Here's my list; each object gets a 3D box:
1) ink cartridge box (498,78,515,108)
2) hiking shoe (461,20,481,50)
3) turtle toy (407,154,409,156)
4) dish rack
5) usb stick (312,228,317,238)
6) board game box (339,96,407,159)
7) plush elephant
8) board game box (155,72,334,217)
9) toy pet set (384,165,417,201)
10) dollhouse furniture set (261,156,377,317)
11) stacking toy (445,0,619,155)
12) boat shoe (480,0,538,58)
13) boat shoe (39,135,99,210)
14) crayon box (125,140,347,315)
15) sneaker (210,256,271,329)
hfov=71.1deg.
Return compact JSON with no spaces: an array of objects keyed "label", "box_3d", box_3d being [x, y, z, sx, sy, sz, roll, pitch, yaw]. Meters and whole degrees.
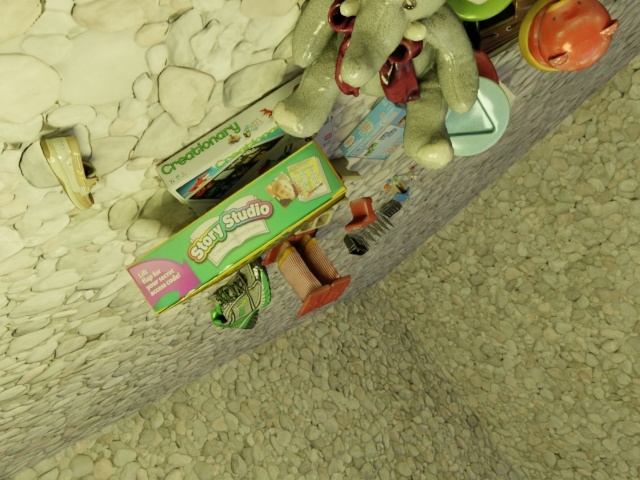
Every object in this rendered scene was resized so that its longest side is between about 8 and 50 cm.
[{"label":"ink cartridge box","box_3d":[0.464,-0.377,1.253,0.067,0.115,0.198,-37,166,4]},{"label":"hiking shoe","box_3d":[0.221,-0.355,0.797,0.086,0.114,0.227,-25,162,-31]},{"label":"turtle toy","box_3d":[0.308,-0.270,1.330,0.095,0.066,0.130,-44,163,29]},{"label":"dish rack","box_3d":[0.224,-0.050,1.803,0.271,0.074,0.208,-39,165,13]},{"label":"usb stick","box_3d":[-0.056,0.002,1.418,0.077,0.045,0.278,-21,161,-19]},{"label":"board game box","box_3d":[0.158,-0.264,1.083,0.160,0.039,0.211,-44,162,29]},{"label":"plush elephant","box_3d":[0.083,-0.261,0.536,0.255,0.271,0.330,-28,141,-76]},{"label":"board game box","box_3d":[-0.115,-0.156,0.798,0.305,0.053,0.193,-34,166,-5]},{"label":"toy pet set","box_3d":[0.281,-0.180,1.546,0.122,0.065,0.114,-30,164,-19]},{"label":"dollhouse furniture set","box_3d":[0.000,0.000,1.149,0.152,0.201,0.374,-19,150,-37]},{"label":"stacking toy","box_3d":[0.248,-0.296,0.685,0.309,0.279,0.130,-41,-164,29]},{"label":"boat shoe","box_3d":[0.374,-0.440,0.806,0.104,0.111,0.307,-1,157,-37]},{"label":"boat shoe","box_3d":[-0.317,-0.085,0.588,0.045,0.050,0.135,-24,162,-19]},{"label":"crayon box","box_3d":[-0.126,-0.025,0.844,0.363,0.106,0.313,-34,-177,4]},{"label":"sneaker","box_3d":[-0.247,0.174,1.368,0.146,0.134,0.344,-1,138,-29]}]
